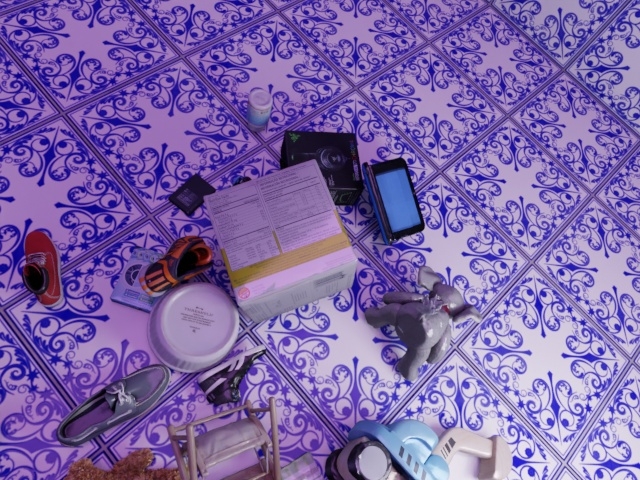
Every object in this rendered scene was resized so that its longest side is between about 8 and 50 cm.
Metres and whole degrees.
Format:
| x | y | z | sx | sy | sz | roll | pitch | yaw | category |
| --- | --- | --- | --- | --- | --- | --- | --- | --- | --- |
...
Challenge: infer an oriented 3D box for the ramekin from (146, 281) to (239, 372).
| x | y | z | sx | sy | sz | roll | pitch | yaw | category |
| --- | --- | --- | --- | --- | --- | --- | --- | --- | --- |
| -0.363 | 0.245 | 1.398 | 0.273 | 0.127 | 0.272 | 8 | 69 | -20 | ramekin |

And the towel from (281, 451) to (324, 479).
| x | y | z | sx | sy | sz | roll | pitch | yaw | category |
| --- | --- | --- | --- | --- | --- | --- | --- | --- | --- |
| -0.042 | 0.697 | 1.356 | 0.113 | 0.023 | 0.152 | -23 | 74 | -23 | towel |

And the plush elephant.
| x | y | z | sx | sy | sz | roll | pitch | yaw | category |
| --- | --- | --- | --- | --- | --- | --- | --- | --- | --- |
| 0.351 | 0.235 | 1.537 | 0.256 | 0.330 | 0.271 | -20 | 64 | -40 | plush elephant |

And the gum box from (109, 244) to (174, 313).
| x | y | z | sx | sy | sz | roll | pitch | yaw | category |
| --- | --- | --- | --- | --- | --- | --- | --- | --- | --- |
| -0.533 | 0.125 | 1.481 | 0.157 | 0.041 | 0.184 | 20 | 63 | -5 | gum box |

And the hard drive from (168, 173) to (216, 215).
| x | y | z | sx | sy | sz | roll | pitch | yaw | category |
| --- | --- | --- | --- | --- | --- | --- | --- | --- | --- |
| -0.439 | -0.159 | 1.641 | 0.094 | 0.022 | 0.135 | 38 | 64 | 5 | hard drive |

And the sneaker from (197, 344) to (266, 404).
| x | y | z | sx | sy | sz | roll | pitch | yaw | category |
| --- | --- | --- | --- | --- | --- | --- | --- | --- | --- |
| -0.240 | 0.407 | 1.413 | 0.217 | 0.079 | 0.121 | -27 | 78 | -14 | sneaker |

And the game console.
| x | y | z | sx | sy | sz | roll | pitch | yaw | category |
| --- | --- | --- | --- | --- | --- | --- | --- | --- | --- |
| 0.265 | -0.148 | 1.685 | 0.174 | 0.250 | 0.292 | -18 | 91 | 6 | game console |

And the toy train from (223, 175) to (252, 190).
| x | y | z | sx | sy | sz | roll | pitch | yaw | category |
| --- | --- | --- | --- | --- | --- | --- | --- | --- | --- |
| -0.298 | -0.140 | 1.620 | 0.080 | 0.105 | 0.184 | 36 | 64 | 0 | toy train |

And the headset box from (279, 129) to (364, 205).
| x | y | z | sx | sy | sz | roll | pitch | yaw | category |
| --- | --- | --- | --- | --- | --- | --- | --- | --- | --- |
| -0.010 | -0.261 | 1.730 | 0.283 | 0.131 | 0.246 | 0 | 66 | -13 | headset box |

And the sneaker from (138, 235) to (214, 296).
| x | y | z | sx | sy | sz | roll | pitch | yaw | category |
| --- | --- | --- | --- | --- | --- | --- | --- | --- | --- |
| -0.376 | 0.052 | 1.411 | 0.124 | 0.180 | 0.321 | 60 | 21 | -16 | sneaker |

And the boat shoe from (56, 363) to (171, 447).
| x | y | z | sx | sy | sz | roll | pitch | yaw | category |
| --- | --- | --- | --- | --- | --- | --- | --- | --- | --- |
| -0.556 | 0.444 | 1.301 | 0.320 | 0.099 | 0.116 | -30 | 76 | -23 | boat shoe |

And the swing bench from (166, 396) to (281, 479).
| x | y | z | sx | sy | sz | roll | pitch | yaw | category |
| --- | --- | --- | --- | --- | --- | --- | --- | --- | --- |
| -0.232 | 0.573 | 1.249 | 0.253 | 0.165 | 0.254 | -6 | 75 | -37 | swing bench |

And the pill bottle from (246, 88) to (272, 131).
| x | y | z | sx | sy | sz | roll | pitch | yaw | category |
| --- | --- | --- | --- | --- | --- | --- | --- | --- | --- |
| -0.227 | -0.472 | 1.754 | 0.087 | 0.160 | 0.087 | 5 | 65 | -12 | pill bottle |

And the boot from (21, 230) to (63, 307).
| x | y | z | sx | sy | sz | roll | pitch | yaw | category |
| --- | --- | --- | --- | --- | --- | --- | --- | --- | --- |
| -0.811 | 0.055 | 1.370 | 0.089 | 0.176 | 0.244 | -18 | 70 | -18 | boot |

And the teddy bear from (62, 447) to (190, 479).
| x | y | z | sx | sy | sz | roll | pitch | yaw | category |
| --- | --- | --- | --- | --- | --- | --- | --- | --- | --- |
| -0.491 | 0.663 | 1.229 | 0.338 | 0.113 | 0.244 | -4 | 75 | -24 | teddy bear |

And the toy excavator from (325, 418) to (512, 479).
| x | y | z | sx | sy | sz | roll | pitch | yaw | category |
| --- | --- | --- | --- | --- | --- | --- | --- | --- | --- |
| 0.309 | 0.630 | 1.384 | 0.433 | 0.222 | 0.445 | 46 | 56 | 7 | toy excavator |

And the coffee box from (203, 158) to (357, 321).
| x | y | z | sx | sy | sz | roll | pitch | yaw | category |
| --- | --- | --- | --- | --- | --- | --- | --- | --- | --- |
| -0.113 | 0.015 | 1.435 | 0.338 | 0.337 | 0.334 | -20 | 73 | -7 | coffee box |
